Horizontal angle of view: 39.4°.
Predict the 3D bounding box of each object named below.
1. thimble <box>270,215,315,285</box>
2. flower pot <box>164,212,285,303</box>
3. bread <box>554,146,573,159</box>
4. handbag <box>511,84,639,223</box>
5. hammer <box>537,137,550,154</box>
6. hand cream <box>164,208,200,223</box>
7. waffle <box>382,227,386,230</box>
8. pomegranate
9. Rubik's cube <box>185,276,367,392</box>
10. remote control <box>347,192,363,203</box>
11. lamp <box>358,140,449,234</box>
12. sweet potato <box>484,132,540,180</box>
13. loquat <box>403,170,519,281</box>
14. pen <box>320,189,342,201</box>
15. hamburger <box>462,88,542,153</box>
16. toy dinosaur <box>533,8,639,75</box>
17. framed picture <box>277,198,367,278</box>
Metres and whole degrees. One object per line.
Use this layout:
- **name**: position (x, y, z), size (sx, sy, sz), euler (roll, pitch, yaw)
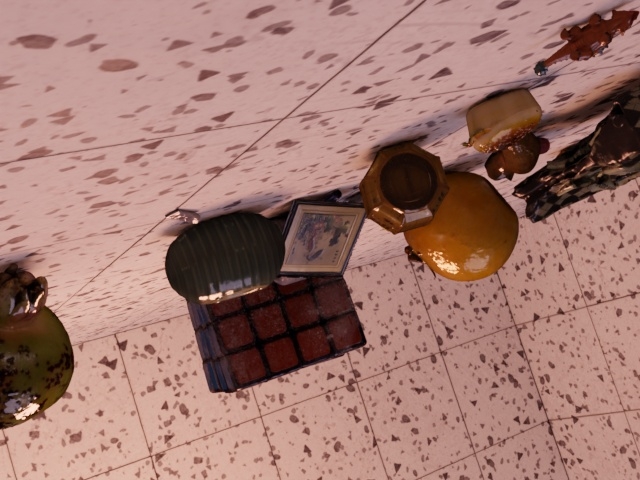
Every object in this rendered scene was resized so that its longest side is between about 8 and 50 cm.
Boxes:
- **thimble**: position (-0.062, 0.019, 1.974), size (0.118, 0.151, 0.127), euler (-17, -156, -21)
- **flower pot**: position (-0.187, 0.037, 1.774), size (0.243, 0.157, 0.189), euler (-15, 175, -12)
- **bread**: position (0.680, -0.212, 2.405), size (0.114, 0.077, 0.189), euler (-41, 165, 18)
- **handbag**: position (0.603, -0.184, 1.815), size (0.317, 0.180, 0.416), euler (-25, 173, -24)
- **hammer**: position (0.483, -0.211, 2.026), size (0.083, 0.043, 0.043), euler (-16, 173, -35)
- **hand cream**: position (-0.239, -0.042, 1.580), size (0.030, 0.019, 0.093), euler (-22, 170, 19)
- **waffle**: position (0.281, -0.080, 2.504), size (0.229, 0.057, 0.219), euler (-14, 173, -34)
- **pomegranate**: position (-0.582, 0.176, 1.617), size (0.285, 0.285, 0.340), euler (-11, 138, -46)
- **Rubik's cube**: position (-0.132, 0.163, 2.177), size (0.344, 0.344, 0.337), euler (-15, 174, -17)
- **remote control**: position (0.122, -0.110, 1.972), size (0.050, 0.027, 0.184), euler (-13, 167, -47)
- **lamp**: position (0.150, -0.093, 1.626), size (0.161, 0.161, 0.185), euler (-17, 173, -5)
- **sweet potato**: position (0.404, -0.179, 1.875), size (0.112, 0.085, 0.286), euler (-14, 174, 7)
- **loquat**: position (0.319, -0.032, 2.115), size (0.275, 0.274, 0.275), euler (-18, 174, -2)
- **pen**: position (0.003, -0.074, 1.941), size (0.025, 0.025, 0.204), euler (-15, 172, -22)
- **hamburger**: position (0.299, -0.193, 1.487), size (0.141, 0.081, 0.126), euler (-20, 173, 11)
- **toy dinosaur**: position (0.349, -0.263, 1.185), size (0.154, 0.049, 0.055), euler (-28, 172, 32)
- **framed picture**: position (0.000, 0.000, 1.898), size (0.199, 0.010, 0.195), euler (2, 123, -32)
